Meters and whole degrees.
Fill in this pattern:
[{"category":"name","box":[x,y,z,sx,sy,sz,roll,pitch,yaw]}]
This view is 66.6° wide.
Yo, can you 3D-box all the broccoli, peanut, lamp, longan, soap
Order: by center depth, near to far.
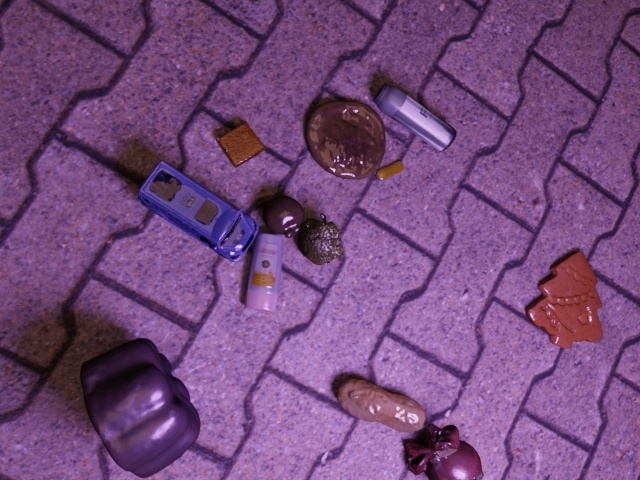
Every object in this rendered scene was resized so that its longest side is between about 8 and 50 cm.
[{"category":"longan","box":[-0.092,-0.060,1.257,0.106,0.106,0.119,-21,63,-15]},{"category":"broccoli","box":[0.000,0.000,1.281,0.131,0.130,0.120,53,36,2]},{"category":"lamp","box":[0.347,0.597,1.296,0.223,0.215,0.151,17,38,-23]},{"category":"peanut","box":[0.166,0.443,1.297,0.263,0.117,0.101,24,101,-15]},{"category":"soap","box":[0.201,-0.200,1.390,0.089,0.012,0.034,-27,94,-14]}]

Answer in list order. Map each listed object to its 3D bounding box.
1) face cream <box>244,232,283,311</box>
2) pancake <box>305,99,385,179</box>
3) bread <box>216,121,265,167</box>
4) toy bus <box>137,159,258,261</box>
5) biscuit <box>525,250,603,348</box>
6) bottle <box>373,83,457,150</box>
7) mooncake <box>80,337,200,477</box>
[{"category":"face cream","box":[-0.144,0.082,1.261,0.084,0.057,0.198,7,84,-9]},{"category":"pancake","box":[0.079,-0.286,1.344,0.242,0.050,0.242,1,87,-16]},{"category":"bread","box":[-0.208,-0.251,1.275,0.094,0.035,0.090,-35,96,-14]},{"category":"toy bus","box":[-0.292,-0.069,1.192,0.292,0.133,0.125,34,79,-10]},{"category":"biscuit","box":[0.771,0.178,1.502,0.284,0.043,0.306,15,83,-13]},{"category":"bottle","box":[0.270,-0.354,1.387,0.254,0.079,0.096,31,42,-11]},{"category":"mooncake","box":[-0.382,0.352,1.061,0.154,0.306,0.306,-30,95,-16]}]
